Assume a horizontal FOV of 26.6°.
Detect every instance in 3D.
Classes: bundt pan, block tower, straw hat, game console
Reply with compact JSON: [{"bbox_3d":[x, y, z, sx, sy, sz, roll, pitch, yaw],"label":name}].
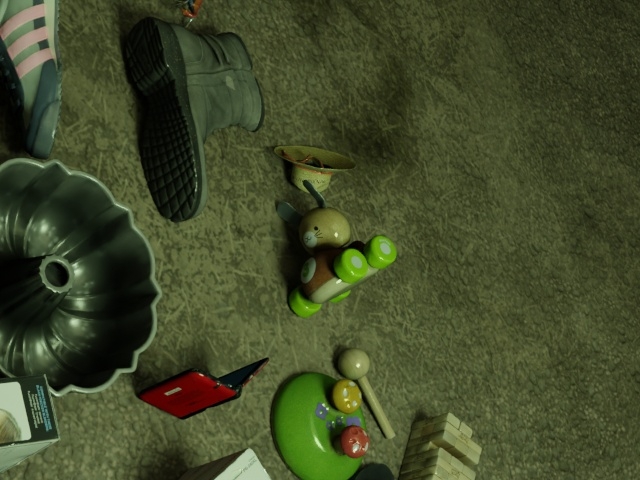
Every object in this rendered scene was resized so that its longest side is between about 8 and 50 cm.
[{"bbox_3d":[-0.383,0.063,1.811,0.330,0.124,0.331,20,58,-36],"label":"bundt pan"},{"bbox_3d":[0.171,0.445,2.175,0.091,0.097,0.336,38,51,-23],"label":"block tower"},{"bbox_3d":[-0.016,-0.112,2.273,0.144,0.144,0.061,-4,112,-44],"label":"straw hat"},{"bbox_3d":[-0.167,0.196,1.936,0.124,0.144,0.085,31,52,-29],"label":"game console"}]

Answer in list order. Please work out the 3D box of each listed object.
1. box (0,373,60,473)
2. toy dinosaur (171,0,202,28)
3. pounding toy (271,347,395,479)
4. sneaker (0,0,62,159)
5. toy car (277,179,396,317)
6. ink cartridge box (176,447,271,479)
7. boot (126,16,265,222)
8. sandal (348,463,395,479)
[{"bbox_3d":[-0.476,0.233,1.592,0.290,0.169,0.087,-2,69,-42],"label":"box"},{"bbox_3d":[-0.210,-0.389,2.216,0.047,0.090,0.082,45,2,-32],"label":"toy dinosaur"},{"bbox_3d":[0.043,0.274,2.122,0.237,0.110,0.183,-30,93,-46],"label":"pounding toy"},{"bbox_3d":[-0.442,-0.264,1.935,0.131,0.112,0.319,2,67,-25],"label":"sneaker"},{"bbox_3d":[0.000,0.000,2.186,0.149,0.155,0.188,-23,79,-46],"label":"toy car"},{"bbox_3d":[-0.155,0.354,1.870,0.109,0.150,0.063,-39,98,-45],"label":"ink cartridge box"},{"bbox_3d":[-0.171,-0.190,2.137,0.222,0.118,0.338,5,73,-47],"label":"boot"},{"bbox_3d":[0.065,0.430,2.091,0.097,0.054,0.254,59,33,-8],"label":"sandal"}]
